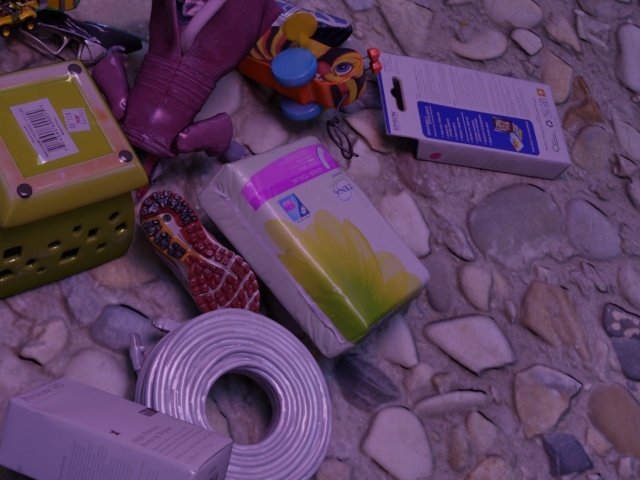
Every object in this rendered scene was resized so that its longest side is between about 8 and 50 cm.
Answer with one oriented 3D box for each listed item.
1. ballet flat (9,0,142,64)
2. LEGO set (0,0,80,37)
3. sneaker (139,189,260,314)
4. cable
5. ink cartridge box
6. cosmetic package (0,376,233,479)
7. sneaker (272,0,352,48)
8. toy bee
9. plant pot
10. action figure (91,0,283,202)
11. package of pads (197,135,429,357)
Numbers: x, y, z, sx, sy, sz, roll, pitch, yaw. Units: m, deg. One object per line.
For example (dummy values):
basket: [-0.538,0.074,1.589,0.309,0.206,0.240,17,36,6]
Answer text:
ballet flat: [-0.366,-0.298,1.448,0.203,0.074,0.074,19,54,-23]
LEGO set: [-0.478,-0.443,1.340,0.255,0.192,0.331,-18,50,-28]
sneaker: [-0.162,0.027,1.333,0.088,0.092,0.225,-36,100,-13]
cable: [-0.105,0.210,1.236,0.257,0.089,0.257,3,66,-26]
ink cartridge box: [0.254,-0.215,1.705,0.370,0.069,0.176,8,59,-26]
cosmetic package: [-0.227,0.233,1.093,0.231,0.086,0.117,18,10,14]
sneaker: [-0.042,-0.365,1.637,0.211,0.080,0.081,-1,65,-29]
toy bee: [0.007,-0.250,1.520,0.162,0.195,0.298,-36,75,-17]
plant pot: [-0.359,-0.087,1.227,0.227,0.207,0.228,-21,73,-35]
action figure: [-0.182,-0.221,1.343,0.248,0.276,0.370,22,93,-9]
package of pads: [0.000,0.000,1.388,0.296,0.101,0.229,51,33,7]
